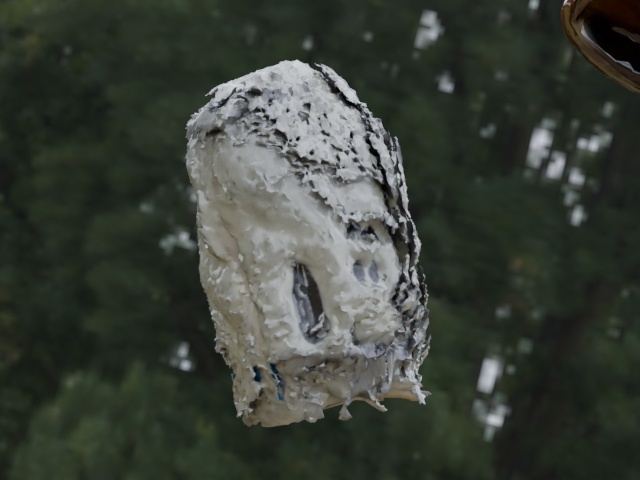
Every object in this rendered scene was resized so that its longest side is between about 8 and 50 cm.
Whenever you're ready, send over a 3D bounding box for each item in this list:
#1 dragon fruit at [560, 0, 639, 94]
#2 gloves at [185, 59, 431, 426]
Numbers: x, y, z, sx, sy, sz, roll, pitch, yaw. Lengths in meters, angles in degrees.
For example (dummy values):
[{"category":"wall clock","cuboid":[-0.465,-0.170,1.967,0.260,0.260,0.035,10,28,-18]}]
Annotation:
[{"category":"dragon fruit","cuboid":[0.090,-0.117,0.378,0.125,0.246,0.125,-29,-42,25]},{"category":"gloves","cuboid":[0.001,0.000,0.806,0.114,0.153,0.070,-10,-2,-33]}]
